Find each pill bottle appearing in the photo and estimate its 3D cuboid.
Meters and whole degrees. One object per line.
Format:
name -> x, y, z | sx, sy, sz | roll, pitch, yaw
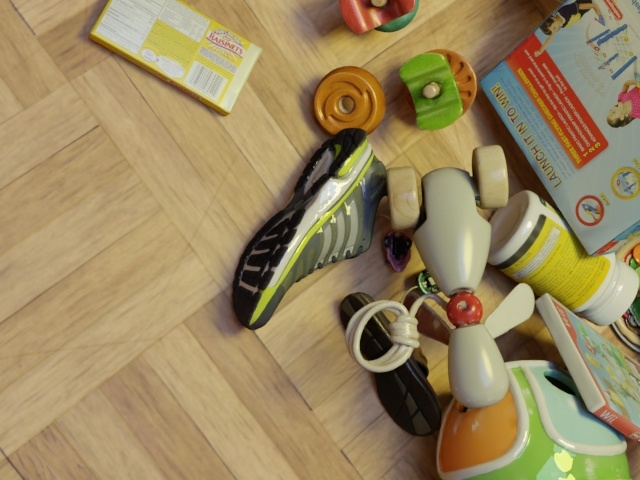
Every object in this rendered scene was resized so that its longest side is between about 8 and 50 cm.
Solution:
pill bottle -> 0.343, 0.030, 1.363 | 0.208, 0.119, 0.119 | 32, 73, -13

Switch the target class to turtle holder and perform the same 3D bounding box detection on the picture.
turtle holder -> 0.304, 0.279, 1.255 | 0.320, 0.243, 0.227 | -3, 68, -16

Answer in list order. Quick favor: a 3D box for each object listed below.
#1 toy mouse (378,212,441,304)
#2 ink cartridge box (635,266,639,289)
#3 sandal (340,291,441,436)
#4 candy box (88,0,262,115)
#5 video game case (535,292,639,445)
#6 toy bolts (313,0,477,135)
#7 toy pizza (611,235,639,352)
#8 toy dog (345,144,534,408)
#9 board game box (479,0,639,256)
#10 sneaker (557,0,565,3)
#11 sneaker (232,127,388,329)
toy mouse -> 0.134, 0.029, 1.333 | 0.161, 0.031, 0.143 | 27, 74, -15
ink cartridge box -> 0.588, 0.128, 1.418 | 0.188, 0.097, 0.255 | -26, 106, -25
sandal -> 0.103, 0.162, 1.290 | 0.060, 0.090, 0.219 | -29, 86, -43
candy box -> -0.188, -0.259, 1.256 | 0.206, 0.027, 0.105 | 29, 72, -15
video game case -> 0.415, 0.205, 1.301 | 0.285, 0.204, 0.025 | 34, 115, -32
toy bolts -> 0.094, -0.260, 1.331 | 0.218, 0.158, 0.229 | -14, 100, 19
toy pizza -> 0.525, 0.079, 1.469 | 0.201, 0.032, 0.201 | 3, 82, -20
toy dog -> 0.172, 0.043, 1.237 | 0.220, 0.161, 0.334 | 12, 78, 12
board game box -> 0.410, -0.188, 1.273 | 0.086, 0.302, 0.308 | -8, 63, -47
sneaker -> 0.457, -0.424, 1.412 | 0.322, 0.130, 0.236 | -7, 54, -13
sneaker -> 0.000, 0.000, 1.252 | 0.121, 0.111, 0.300 | 42, 78, -26
